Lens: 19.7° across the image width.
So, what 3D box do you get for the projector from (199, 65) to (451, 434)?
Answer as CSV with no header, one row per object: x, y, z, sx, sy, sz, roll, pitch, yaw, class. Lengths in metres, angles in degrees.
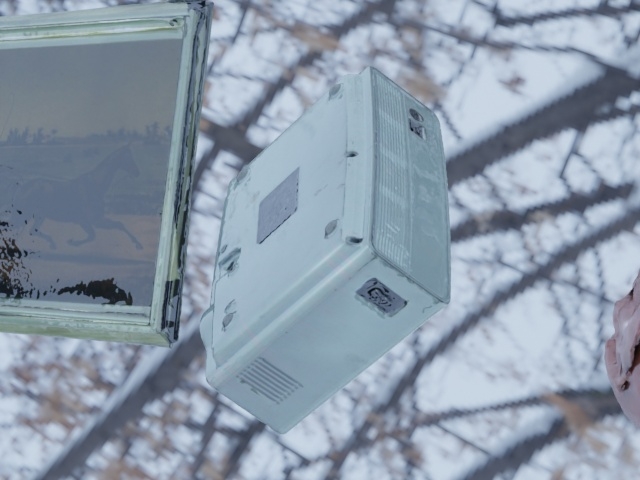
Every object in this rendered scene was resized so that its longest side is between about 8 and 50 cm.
0.000,0.000,0.862,0.061,0.147,0.115,35,-59,-23,projector

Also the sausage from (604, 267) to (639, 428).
0.283,0.084,0.996,0.152,0.280,0.152,-25,-54,-40,sausage

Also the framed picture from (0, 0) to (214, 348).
-0.171,-0.041,1.089,0.014,0.252,0.197,14,-100,-51,framed picture
